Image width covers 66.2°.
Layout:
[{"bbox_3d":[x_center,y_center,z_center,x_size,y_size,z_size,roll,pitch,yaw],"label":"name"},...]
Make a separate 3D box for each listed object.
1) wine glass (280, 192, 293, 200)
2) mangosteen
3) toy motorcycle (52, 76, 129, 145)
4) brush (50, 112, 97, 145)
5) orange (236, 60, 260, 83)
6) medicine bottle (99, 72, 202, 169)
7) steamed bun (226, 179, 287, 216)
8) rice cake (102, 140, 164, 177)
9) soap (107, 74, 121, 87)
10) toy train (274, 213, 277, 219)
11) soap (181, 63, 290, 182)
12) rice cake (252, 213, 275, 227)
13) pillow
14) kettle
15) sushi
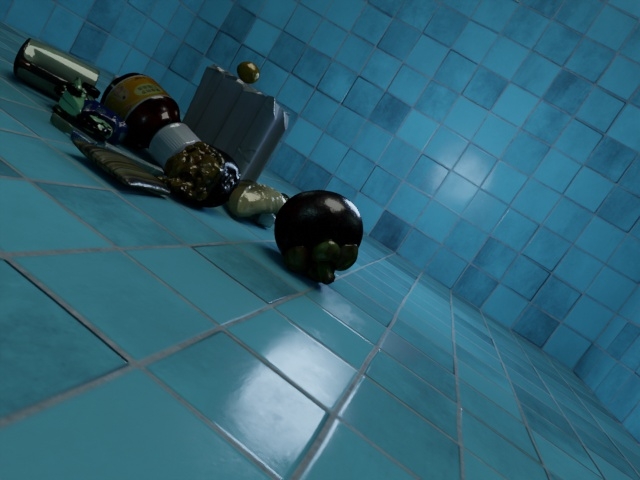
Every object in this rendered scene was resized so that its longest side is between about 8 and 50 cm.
[{"bbox_3d":[-0.149,-0.159,2.360,0.103,0.103,0.231,35,5,17],"label":"wine glass"},{"bbox_3d":[-0.003,-0.012,1.576,0.300,0.300,0.300,32,9,-6],"label":"mangosteen"},{"bbox_3d":[-0.758,-0.418,1.628,0.331,0.125,0.196,43,11,33],"label":"toy motorcycle"},{"bbox_3d":[-0.727,-0.316,1.429,0.178,0.033,0.030,34,23,10],"label":"brush"},{"bbox_3d":[-0.292,-0.676,1.974,0.095,0.085,0.085,18,15,-29],"label":"orange"},{"bbox_3d":[-0.586,-0.408,1.771,0.395,0.242,0.242,42,11,13],"label":"medicine bottle"},{"bbox_3d":[-0.267,-0.165,1.800,0.212,0.110,0.231,21,21,34],"label":"steamed bun"},{"bbox_3d":[-0.586,-0.250,1.547,0.211,0.034,0.043,25,15,-43],"label":"rice cake"},{"bbox_3d":[-0.775,-0.542,2.027,0.289,0.172,0.095,37,10,25],"label":"soap"},{"bbox_3d":[-0.186,-0.129,2.111,0.137,0.090,0.225,25,-1,33],"label":"toy train"},{"bbox_3d":[-0.365,-0.421,1.984,0.350,0.435,0.213,32,9,13],"label":"soap"},{"bbox_3d":[-0.229,-0.107,1.911,0.069,0.063,0.206,20,14,-23],"label":"rice cake"},{"bbox_3d":[-0.542,-0.196,1.350,0.212,0.052,0.208,36,7,11],"label":"pillow"},{"bbox_3d":[-0.946,-0.596,1.757,0.255,0.165,0.240,26,12,-35],"label":"kettle"},{"bbox_3d":[-0.388,-0.208,1.562,0.200,0.213,0.204,12,-14,22],"label":"sushi"}]
